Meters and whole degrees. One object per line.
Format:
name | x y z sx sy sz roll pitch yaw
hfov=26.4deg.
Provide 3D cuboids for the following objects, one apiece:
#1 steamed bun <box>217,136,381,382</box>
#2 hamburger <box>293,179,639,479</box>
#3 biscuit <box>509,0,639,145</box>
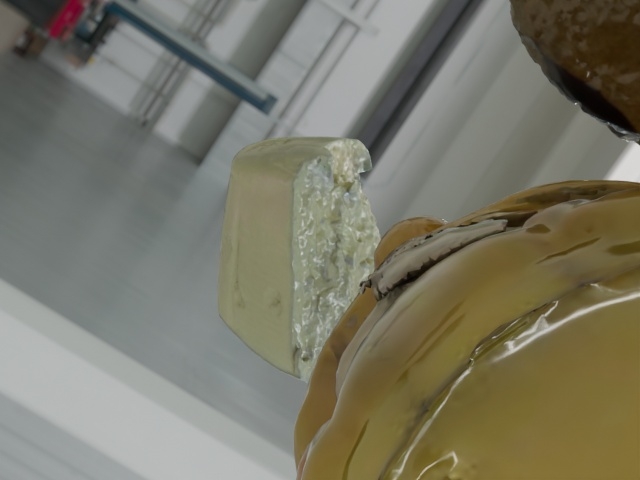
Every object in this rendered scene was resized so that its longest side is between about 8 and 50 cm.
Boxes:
steamed bun | 0.000 0.000 1.362 0.200 0.170 0.225 32 -56 50
hamburger | 0.112 0.093 0.595 0.276 0.276 0.237 -56 -162 8
biscuit | 0.201 -0.145 0.683 0.226 0.226 0.042 -53 179 23
